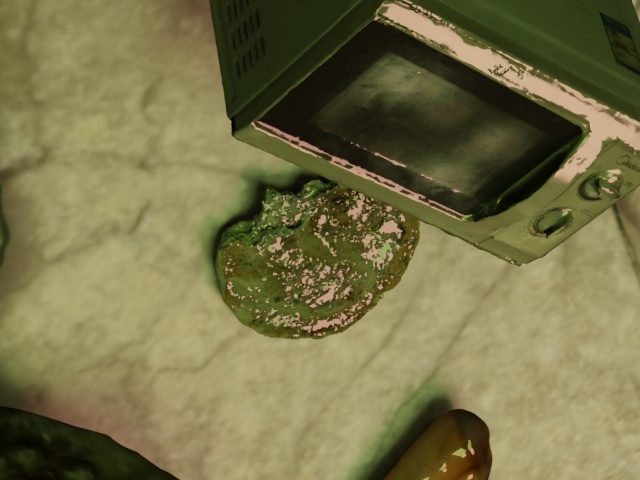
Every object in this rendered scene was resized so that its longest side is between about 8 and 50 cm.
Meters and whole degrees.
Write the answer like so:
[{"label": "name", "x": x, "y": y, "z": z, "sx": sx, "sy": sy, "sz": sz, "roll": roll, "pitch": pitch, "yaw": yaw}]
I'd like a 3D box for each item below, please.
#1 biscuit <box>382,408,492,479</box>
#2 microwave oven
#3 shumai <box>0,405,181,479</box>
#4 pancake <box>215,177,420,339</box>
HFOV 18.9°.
[{"label": "biscuit", "x": 0.030, "y": 0.207, "z": 1.213, "sx": 0.208, "sy": 0.047, "sz": 0.164, "roll": -31, "pitch": 129, "yaw": -9}, {"label": "microwave oven", "x": 0.054, "y": -0.097, "z": 0.954, "sx": 0.205, "sy": 0.163, "sz": 0.129, "roll": 23, "pitch": 130, "yaw": -36}, {"label": "shumai", "x": -0.206, "y": 0.298, "z": 0.975, "sx": 0.395, "sy": 0.395, "sz": 0.348, "roll": 14, "pitch": 132, "yaw": -35}, {"label": "pancake", "x": 0.002, "y": 0.005, "z": 1.083, "sx": 0.129, "sy": 0.022, "sz": 0.116, "roll": -25, "pitch": 131, "yaw": -13}]
